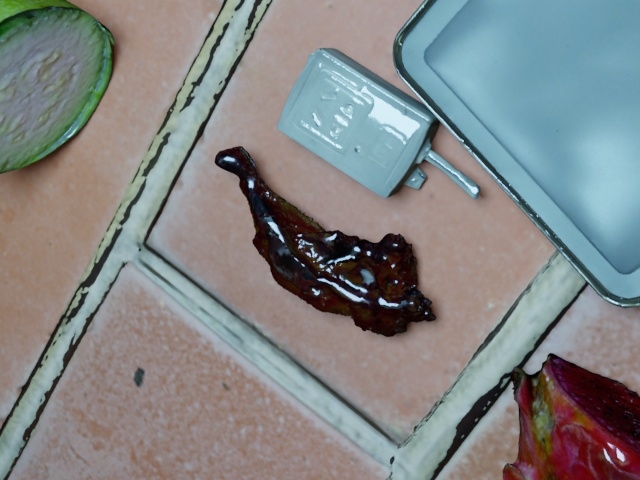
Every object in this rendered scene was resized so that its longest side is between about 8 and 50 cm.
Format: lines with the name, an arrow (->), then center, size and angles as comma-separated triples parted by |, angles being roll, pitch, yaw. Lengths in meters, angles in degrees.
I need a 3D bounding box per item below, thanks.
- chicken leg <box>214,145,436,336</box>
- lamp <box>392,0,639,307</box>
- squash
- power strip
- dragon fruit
chicken leg -> -0.001, 0.006, 0.743 | 0.219, 0.048, 0.089 | 31, 108, 13
lamp -> 0.207, -0.120, 0.597 | 0.266, 0.047, 0.269 | 48, 130, 5
squash -> -0.265, -0.148, 0.759 | 0.123, 0.170, 0.170 | 47, 114, 22
power strip -> 0.048, -0.080, 0.707 | 0.175, 0.042, 0.075 | 33, 110, 12
dragon fruit -> 0.232, 0.192, 0.651 | 0.261, 0.189, 0.163 | 30, 80, 17
